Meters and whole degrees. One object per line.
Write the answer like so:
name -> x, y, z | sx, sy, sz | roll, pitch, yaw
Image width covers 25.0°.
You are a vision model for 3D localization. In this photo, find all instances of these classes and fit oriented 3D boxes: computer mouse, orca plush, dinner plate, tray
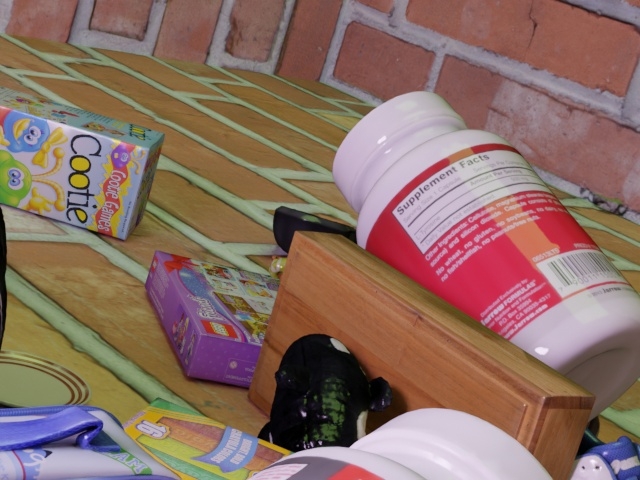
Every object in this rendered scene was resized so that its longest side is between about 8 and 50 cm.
computer mouse -> 0.000, 0.000, 2.272 | 0.188, 0.072, 0.272 | 18, 1, 15
orca plush -> -0.030, 0.168, 1.340 | 0.151, 0.102, 0.287 | -17, 32, 33
dinner plate -> -0.299, 0.143, 1.448 | 0.141, 0.017, 0.141 | 15, 15, -4
tray -> 0.080, 0.158, 1.447 | 0.076, 0.203, 0.411 | 5, 18, -38

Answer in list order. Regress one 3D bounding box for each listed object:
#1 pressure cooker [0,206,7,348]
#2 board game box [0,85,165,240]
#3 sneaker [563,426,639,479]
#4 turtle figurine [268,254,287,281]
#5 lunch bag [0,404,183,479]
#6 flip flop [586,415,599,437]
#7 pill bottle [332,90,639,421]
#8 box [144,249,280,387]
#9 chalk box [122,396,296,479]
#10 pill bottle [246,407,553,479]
pressure cooker -> -0.461, -0.026, 1.072 | 0.420, 0.370, 0.375 | 45, -10, 44
board game box -> -0.385, -0.117, 2.101 | 0.275, 0.142, 0.144 | 16, 14, 0
sneaker -> 0.268, 0.253, 1.316 | 0.111, 0.131, 0.296 | -9, 33, -38
turtle figurine -> 0.048, 0.065, 1.795 | 0.269, 0.087, 0.217 | 24, 12, 10
lunch bag -> -0.222, 0.204, 0.828 | 0.303, 0.243, 0.115 | 2, 20, -43
flip flop -> 0.248, 0.185, 1.790 | 0.277, 0.112, 0.080 | 43, -16, 48
pill bottle -> 0.187, 0.021, 1.684 | 0.229, 0.229, 0.408 | 2, 43, -45
box -> -0.090, 0.102, 1.766 | 0.200, 0.057, 0.293 | 14, 14, -20
chalk box -> -0.072, 0.233, 1.122 | 0.213, 0.132, 0.132 | 19, 14, 11
pill bottle -> -0.017, 0.242, 0.807 | 0.210, 0.210, 0.363 | 25, 34, 30
